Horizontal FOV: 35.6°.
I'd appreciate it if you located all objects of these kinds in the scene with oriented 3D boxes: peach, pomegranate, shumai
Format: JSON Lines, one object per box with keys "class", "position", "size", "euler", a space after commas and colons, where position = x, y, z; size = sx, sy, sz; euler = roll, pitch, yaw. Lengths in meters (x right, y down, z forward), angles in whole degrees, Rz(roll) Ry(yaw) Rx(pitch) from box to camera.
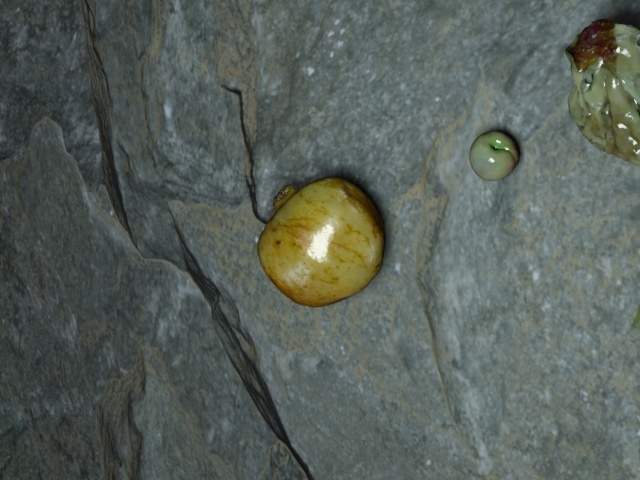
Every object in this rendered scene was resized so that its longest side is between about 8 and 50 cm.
{"class": "peach", "position": [0.282, -0.137, 1.628], "size": [0.083, 0.083, 0.083], "euler": [11, 108, 34]}
{"class": "pomegranate", "position": [0.000, 0.000, 1.786], "size": [0.248, 0.248, 0.248], "euler": [11, 108, 34]}
{"class": "shumai", "position": [0.436, -0.202, 1.408], "size": [0.218, 0.185, 0.184], "euler": [49, 119, 32]}

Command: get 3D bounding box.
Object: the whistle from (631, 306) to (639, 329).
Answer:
{"class": "whistle", "position": [0.549, 0.006, 1.478], "size": [0.068, 0.057, 0.327], "euler": [29, 118, 28]}
